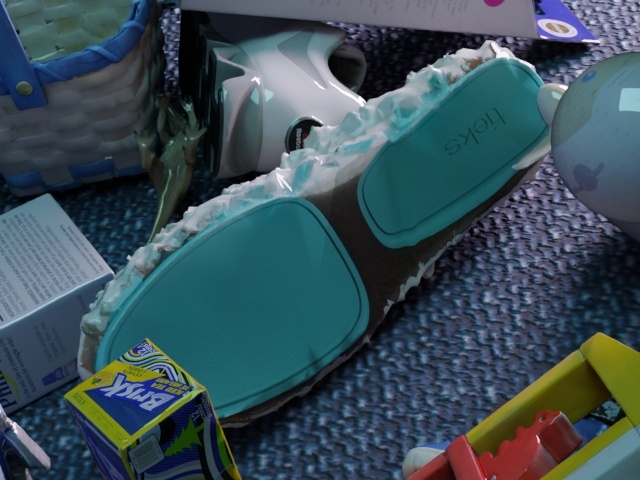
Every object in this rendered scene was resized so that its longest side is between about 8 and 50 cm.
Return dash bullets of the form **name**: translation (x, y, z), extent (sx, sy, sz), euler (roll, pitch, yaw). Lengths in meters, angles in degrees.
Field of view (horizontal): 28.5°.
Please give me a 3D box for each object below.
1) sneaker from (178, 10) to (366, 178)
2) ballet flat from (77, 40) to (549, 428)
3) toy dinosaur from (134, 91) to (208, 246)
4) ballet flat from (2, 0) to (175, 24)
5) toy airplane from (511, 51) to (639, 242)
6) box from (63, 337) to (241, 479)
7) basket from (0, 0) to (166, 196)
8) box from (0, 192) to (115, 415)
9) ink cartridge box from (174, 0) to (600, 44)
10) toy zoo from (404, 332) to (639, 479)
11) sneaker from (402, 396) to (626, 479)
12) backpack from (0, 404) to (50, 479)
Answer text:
- **sneaker**: translation (-0.043, -0.151, 1.076), extent (0.146, 0.122, 0.330), euler (-3, 35, -14)
- **ballet flat**: translation (0.000, 0.000, 0.874), extent (0.409, 0.147, 0.147), euler (-33, 42, -27)
- **toy dinosaur**: translation (-0.115, -0.052, 0.979), extent (0.053, 0.092, 0.183), euler (6, 49, 3)
- **ballet flat**: translation (-0.246, -0.277, 1.308), extent (0.241, 0.077, 0.091), euler (-9, 39, 8)
- **toy airplane**: translation (0.252, -0.062, 0.656), extent (0.272, 0.386, 0.384), euler (-22, 44, -13)
- **box**: translation (-0.075, 0.136, 0.668), extent (0.054, 0.169, 0.059), euler (-35, 43, -23)
- **basket**: translation (-0.235, -0.196, 1.031), extent (0.201, 0.289, 0.254), euler (-8, 36, 4)
- **box**: translation (-0.222, 0.049, 0.901), extent (0.137, 0.072, 0.126), euler (-28, 40, -18)
- **ink cartridge box**: translation (0.049, -0.242, 1.075), extent (0.371, 0.069, 0.175), euler (4, 34, -19)
- **toy zoo**: translation (0.083, 0.147, 0.577), extent (0.293, 0.030, 0.192), euler (-39, 17, 7)
- **sneaker**: translation (0.128, 0.122, 0.708), extent (0.152, 0.058, 0.084), euler (9, 49, 20)
- **backpack**: translation (-0.269, 0.136, 0.580), extent (0.290, 0.355, 0.273), euler (-4, 34, 13)
